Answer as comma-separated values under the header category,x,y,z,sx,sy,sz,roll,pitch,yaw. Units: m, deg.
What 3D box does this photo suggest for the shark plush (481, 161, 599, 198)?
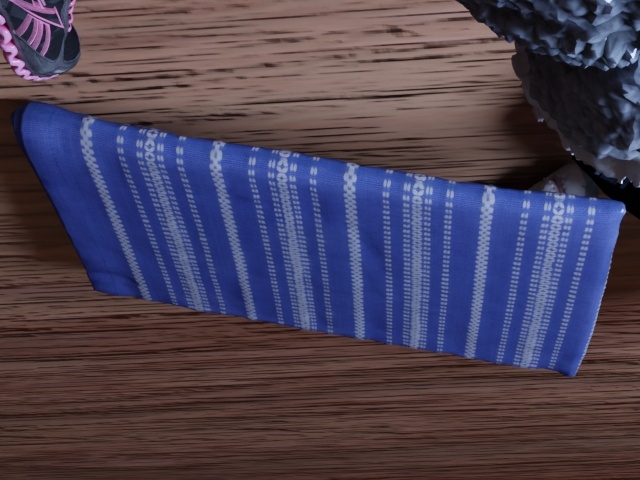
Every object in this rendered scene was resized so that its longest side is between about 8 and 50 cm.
category,x,y,z,sx,sy,sz,roll,pitch,yaw
shark plush,0.166,-0.002,0.984,0.067,0.073,0.161,-39,142,9

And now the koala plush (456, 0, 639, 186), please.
category,x,y,z,sx,sy,sz,roll,pitch,yaw
koala plush,0.068,-0.138,0.392,0.203,0.221,0.196,-5,159,11

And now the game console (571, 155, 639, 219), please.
category,x,y,z,sx,sy,sz,roll,pitch,yaw
game console,0.264,-0.071,0.711,0.213,0.044,0.361,29,151,2

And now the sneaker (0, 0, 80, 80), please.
category,x,y,z,sx,sy,sz,roll,pitch,yaw
sneaker,-0.127,-0.113,0.709,0.057,0.047,0.119,-16,158,7

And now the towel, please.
category,x,y,z,sx,sy,sz,roll,pitch,yaw
towel,0.000,0.000,0.922,0.336,0.040,0.243,10,158,8
